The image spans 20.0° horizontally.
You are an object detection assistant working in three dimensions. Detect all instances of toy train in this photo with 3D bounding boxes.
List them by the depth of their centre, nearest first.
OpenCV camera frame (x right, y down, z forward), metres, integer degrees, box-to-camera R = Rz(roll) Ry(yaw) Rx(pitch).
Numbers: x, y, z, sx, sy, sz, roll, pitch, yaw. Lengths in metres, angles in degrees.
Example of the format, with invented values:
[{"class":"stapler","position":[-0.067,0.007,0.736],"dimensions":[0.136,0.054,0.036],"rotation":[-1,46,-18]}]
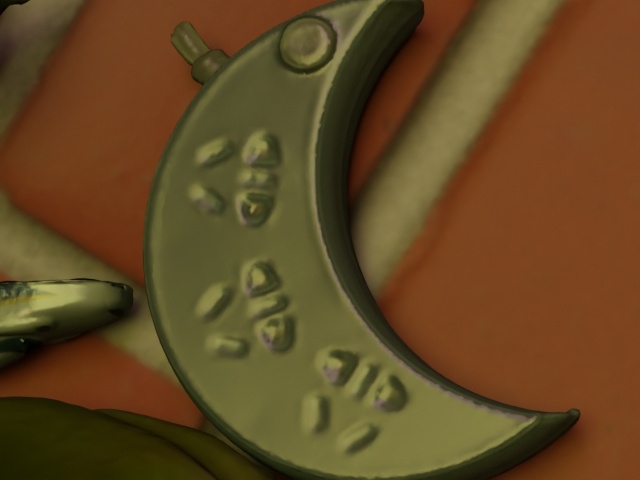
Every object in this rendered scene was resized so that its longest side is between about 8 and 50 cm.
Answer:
[{"class":"toy train","position":[-0.200,0.049,0.856],"dimensions":[0.234,0.052,0.051],"rotation":[-3,79,14]}]

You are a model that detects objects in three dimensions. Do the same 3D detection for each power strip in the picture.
[{"class":"power strip","position":[0.000,0.000,0.810],"dimensions":[0.168,0.054,0.253],"rotation":[-24,72,8]}]

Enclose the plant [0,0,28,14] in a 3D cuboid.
[{"class":"plant","position":[-0.237,-0.130,0.867],"dimensions":[0.203,0.131,0.142],"rotation":[29,82,18]}]

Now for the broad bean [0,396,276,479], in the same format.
[{"class":"broad bean","position":[-0.149,0.176,0.764],"dimensions":[0.291,0.119,0.238],"rotation":[-19,56,8]}]
